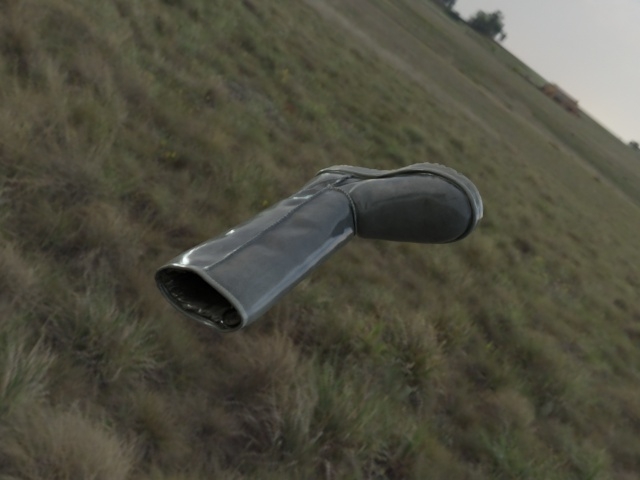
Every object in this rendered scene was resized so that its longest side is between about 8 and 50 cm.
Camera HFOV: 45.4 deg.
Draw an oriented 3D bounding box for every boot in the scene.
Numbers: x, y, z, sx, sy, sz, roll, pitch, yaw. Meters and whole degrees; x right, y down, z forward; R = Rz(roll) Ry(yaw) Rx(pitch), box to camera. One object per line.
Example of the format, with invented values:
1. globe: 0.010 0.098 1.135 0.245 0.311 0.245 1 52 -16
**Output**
1. boot: 0.001 0.002 0.606 0.189 0.076 0.208 3 22 40
